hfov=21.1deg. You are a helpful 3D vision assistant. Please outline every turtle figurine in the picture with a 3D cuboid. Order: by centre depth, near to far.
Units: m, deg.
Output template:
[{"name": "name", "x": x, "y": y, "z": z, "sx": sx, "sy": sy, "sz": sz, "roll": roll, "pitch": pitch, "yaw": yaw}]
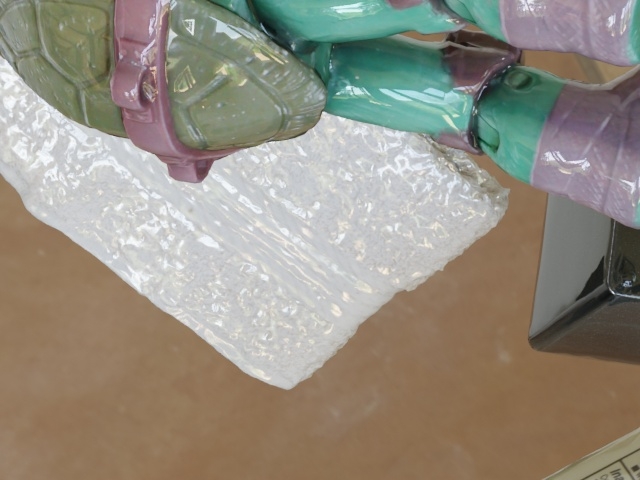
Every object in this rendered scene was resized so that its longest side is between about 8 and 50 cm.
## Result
[{"name": "turtle figurine", "x": -0.021, "y": -0.073, "z": 0.447, "sx": 0.234, "sy": 0.175, "sz": 0.118, "roll": 17, "pitch": 84, "yaw": 20}]

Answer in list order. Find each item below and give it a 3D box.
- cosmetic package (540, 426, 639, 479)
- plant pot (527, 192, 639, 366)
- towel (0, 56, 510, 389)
[{"name": "cosmetic package", "x": 0.210, "y": 0.139, "z": 0.695, "sx": 0.296, "sy": 0.129, "sz": 0.153, "roll": -28, "pitch": 36, "yaw": 1}, {"name": "plant pot", "x": 0.285, "y": 0.004, "z": 1.407, "sx": 0.187, "sy": 0.167, "sz": 0.188, "roll": 9, "pitch": 81, "yaw": -1}, {"name": "towel", "x": -0.058, "y": -0.051, "z": 0.901, "sx": 0.187, "sy": 0.282, "sz": 0.049, "roll": -40, "pitch": 20, "yaw": 32}]
